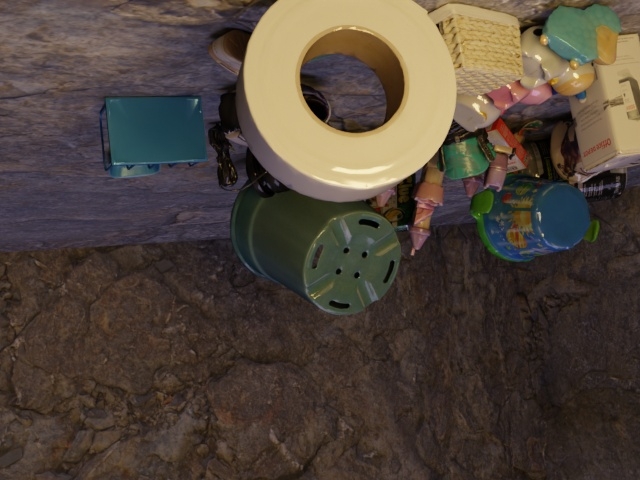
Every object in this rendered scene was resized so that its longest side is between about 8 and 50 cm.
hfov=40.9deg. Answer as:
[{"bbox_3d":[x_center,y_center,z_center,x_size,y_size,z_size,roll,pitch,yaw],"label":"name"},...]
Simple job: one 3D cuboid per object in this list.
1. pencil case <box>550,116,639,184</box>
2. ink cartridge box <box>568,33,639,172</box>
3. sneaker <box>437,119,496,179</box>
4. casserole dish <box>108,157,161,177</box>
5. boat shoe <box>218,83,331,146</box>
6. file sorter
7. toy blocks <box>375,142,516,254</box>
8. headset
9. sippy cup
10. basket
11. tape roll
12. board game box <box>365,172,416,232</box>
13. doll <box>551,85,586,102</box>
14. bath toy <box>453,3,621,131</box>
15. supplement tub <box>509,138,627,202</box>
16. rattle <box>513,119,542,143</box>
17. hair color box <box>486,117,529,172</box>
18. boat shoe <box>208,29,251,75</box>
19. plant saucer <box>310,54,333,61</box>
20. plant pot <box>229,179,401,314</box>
[{"bbox_3d":[0.751,-0.247,2.034,0.410,0.183,0.160,-13,173,43],"label":"pencil case"},{"bbox_3d":[0.533,-0.248,1.578,0.092,0.218,0.158,-8,174,-6],"label":"ink cartridge box"},{"bbox_3d":[0.273,-0.216,1.724,0.124,0.178,0.295,-11,173,23],"label":"sneaker"},{"bbox_3d":[-0.411,-0.174,1.893,0.114,0.037,0.188,-6,173,-13],"label":"casserole dish"},{"bbox_3d":[-0.028,-0.211,1.610,0.158,0.127,0.340,-3,177,32],"label":"boat shoe"},{"bbox_3d":[-0.304,-0.189,1.545,0.170,0.118,0.104,-5,177,-24],"label":"file sorter"},{"bbox_3d":[0.268,-0.100,2.037,0.309,0.260,0.288,11,174,4],"label":"toy blocks"},{"bbox_3d":[-0.076,-0.196,1.869,0.243,0.185,0.394,-9,-170,44],"label":"headset"},{"bbox_3d":[0.547,-0.060,2.160,0.305,0.240,0.224,-24,-172,-18],"label":"sippy cup"},{"bbox_3d":[0.225,-0.291,1.334,0.167,0.103,0.113,-1,170,-40],"label":"basket"},{"bbox_3d":[0.033,-0.198,1.137,0.286,0.286,0.100,-7,173,-12],"label":"tape roll"},{"bbox_3d":[0.188,-0.120,2.286,0.136,0.260,0.030,-8,136,12],"label":"board game box"},{"bbox_3d":[0.435,-0.295,1.557,0.046,0.129,0.189,-46,-171,-6],"label":"doll"},{"bbox_3d":[0.355,-0.289,1.478,0.151,0.129,0.348,40,156,-12],"label":"bath toy"},{"bbox_3d":[0.665,-0.190,2.375,0.316,0.193,0.193,-8,174,3],"label":"supplement tub"},{"bbox_3d":[0.459,-0.267,2.187,0.130,0.143,0.200,-27,158,-23],"label":"rattle"},{"bbox_3d":[0.439,-0.228,2.085,0.072,0.043,0.141,-13,132,43],"label":"hair color box"},{"bbox_3d":[-0.100,-0.271,1.305,0.059,0.063,0.170,-1,164,40],"label":"boat shoe"},{"bbox_3d":[-0.018,-0.300,1.351,0.192,0.018,0.067,-10,173,24],"label":"plant saucer"},{"bbox_3d":[0.000,0.000,2.045,0.341,0.341,0.334,-5,-158,-26],"label":"plant pot"}]
